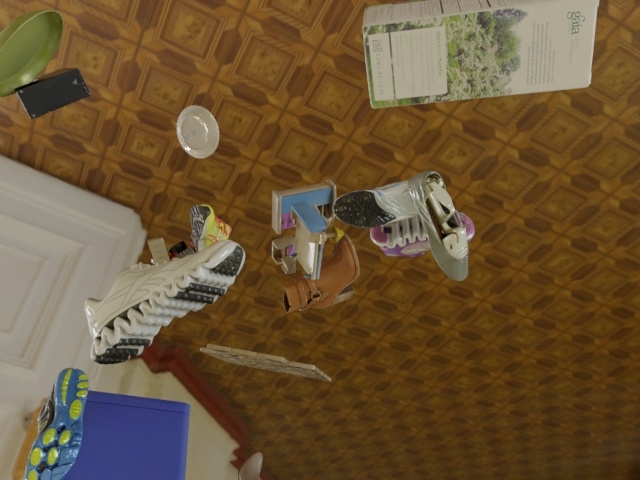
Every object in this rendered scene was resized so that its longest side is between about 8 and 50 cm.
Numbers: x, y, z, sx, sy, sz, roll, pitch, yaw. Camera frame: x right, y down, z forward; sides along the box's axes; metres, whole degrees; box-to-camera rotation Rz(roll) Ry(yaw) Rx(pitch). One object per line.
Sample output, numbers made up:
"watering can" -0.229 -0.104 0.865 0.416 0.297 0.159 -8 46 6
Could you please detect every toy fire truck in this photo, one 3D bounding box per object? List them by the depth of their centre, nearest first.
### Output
"toy fire truck" -0.406 0.040 1.702 0.217 0.246 0.158 -31 95 -8

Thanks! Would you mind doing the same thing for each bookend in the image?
"bookend" -0.683 -0.368 1.440 0.156 0.157 0.072 17 133 47

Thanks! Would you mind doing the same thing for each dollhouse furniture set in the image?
"dollhouse furniture set" 0.000 0.000 1.749 0.198 0.303 0.286 -13 128 -22

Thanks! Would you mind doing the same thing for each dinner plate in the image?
"dinner plate" -0.332 -0.288 1.542 0.141 0.017 0.141 9 111 26

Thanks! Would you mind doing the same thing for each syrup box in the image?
"syrup box" 0.169 -0.217 0.640 0.237 0.096 0.093 -4 123 10

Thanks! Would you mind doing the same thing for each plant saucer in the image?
"plant saucer" -0.687 -0.438 1.330 0.037 0.241 0.241 37 128 -9

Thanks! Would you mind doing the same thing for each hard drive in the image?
"hard drive" -0.341 0.395 1.004 0.210 0.318 0.040 12 115 -15

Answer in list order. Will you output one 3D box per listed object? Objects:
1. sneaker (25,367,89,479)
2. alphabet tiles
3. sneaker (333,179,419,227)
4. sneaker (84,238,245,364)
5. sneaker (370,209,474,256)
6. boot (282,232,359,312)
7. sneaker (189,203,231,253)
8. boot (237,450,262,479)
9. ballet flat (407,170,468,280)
"sneaker" -0.408 0.294 0.903 0.067 0.188 0.078 20 135 -24
"alphabet tiles" -0.094 0.201 0.953 0.198 0.009 0.237 8 162 12
"sneaker" 0.137 -0.079 1.224 0.237 0.086 0.085 -10 99 -14
"sneaker" -0.252 0.073 0.899 0.292 0.118 0.110 -33 155 9
"sneaker" 0.240 -0.008 1.360 0.237 0.095 0.104 -5 144 12
"boot" -0.008 0.105 1.728 0.220 0.109 0.283 -12 143 -16
"sneaker" -0.263 -0.031 1.407 0.094 0.081 0.208 -13 159 -17
"boot" -0.109 0.423 0.987 0.087 0.118 0.042 -7 134 45
"ballet flat" 0.224 -0.026 1.043 0.072 0.213 0.068 -25 179 -31
